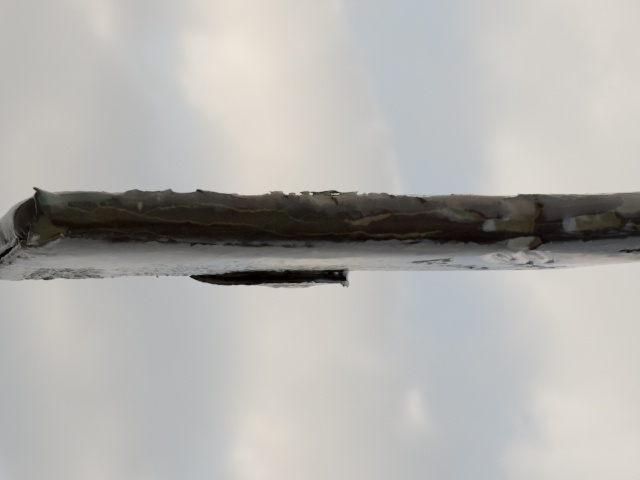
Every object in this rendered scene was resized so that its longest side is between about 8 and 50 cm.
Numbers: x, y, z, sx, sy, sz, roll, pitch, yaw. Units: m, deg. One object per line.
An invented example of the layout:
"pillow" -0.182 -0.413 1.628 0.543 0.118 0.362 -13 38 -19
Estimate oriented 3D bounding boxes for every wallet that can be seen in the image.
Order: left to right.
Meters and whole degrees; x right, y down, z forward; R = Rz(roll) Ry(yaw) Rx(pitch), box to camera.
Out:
"wallet" 0.000 0.000 0.674 0.122 0.232 0.031 163 -75 -70
